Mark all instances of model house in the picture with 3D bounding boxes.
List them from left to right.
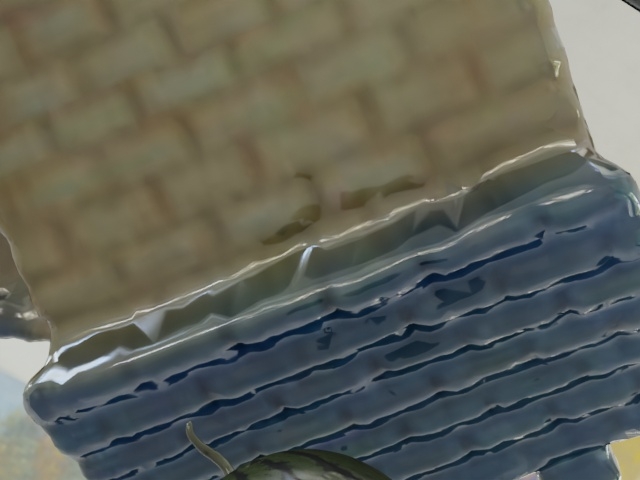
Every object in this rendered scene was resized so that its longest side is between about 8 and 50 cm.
[{"bbox_3d":[0.000,0.000,0.811,0.400,0.395,0.445,65,9,0],"label":"model house"}]

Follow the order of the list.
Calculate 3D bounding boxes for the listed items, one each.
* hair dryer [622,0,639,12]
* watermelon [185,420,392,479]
[{"bbox_3d":[0.232,-0.199,0.915,0.352,0.107,0.189,29,3,-17],"label":"hair dryer"},{"bbox_3d":[-0.011,0.118,0.438,0.133,0.105,0.105,59,-13,19],"label":"watermelon"}]
